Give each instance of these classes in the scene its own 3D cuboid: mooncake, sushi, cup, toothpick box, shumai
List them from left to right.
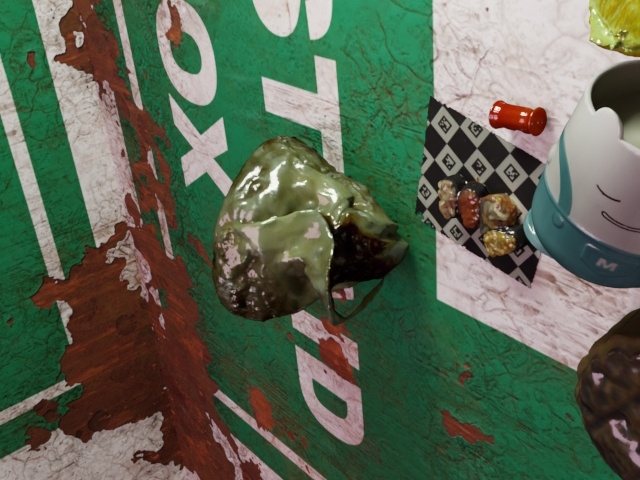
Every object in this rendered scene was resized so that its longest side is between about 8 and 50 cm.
[{"bbox_3d":[0.000,0.000,1.606,0.348,0.395,0.395,15,127,25],"label":"shumai"},{"bbox_3d":[0.261,-0.071,1.374,0.290,0.050,0.264,38,140,36],"label":"sushi"},{"bbox_3d":[0.307,-0.189,1.226,0.083,0.047,0.047,23,130,46],"label":"toothpick box"},{"bbox_3d":[0.431,-0.064,1.008,0.289,0.219,0.258,21,138,5],"label":"cup"},{"bbox_3d":[0.508,0.240,1.136,0.290,0.161,0.290,36,139,40],"label":"mooncake"}]

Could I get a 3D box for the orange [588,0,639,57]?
[{"bbox_3d":[0.397,-0.332,0.888,0.179,0.158,0.237,-123,25,-50],"label":"orange"}]
